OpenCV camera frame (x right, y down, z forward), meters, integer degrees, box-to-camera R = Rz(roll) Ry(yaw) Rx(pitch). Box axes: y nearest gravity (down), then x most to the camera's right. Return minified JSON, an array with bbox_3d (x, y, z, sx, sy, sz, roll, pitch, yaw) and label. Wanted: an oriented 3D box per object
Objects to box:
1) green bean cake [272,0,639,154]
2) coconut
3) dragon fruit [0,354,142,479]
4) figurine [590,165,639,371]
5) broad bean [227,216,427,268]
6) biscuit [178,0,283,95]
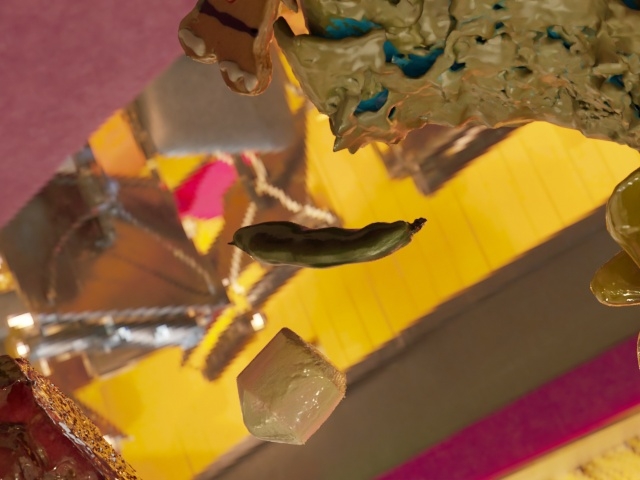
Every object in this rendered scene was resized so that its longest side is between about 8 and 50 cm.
[{"bbox_3d":[0.125,-0.138,0.772,0.310,0.285,0.202,-14,147,4],"label":"green bean cake"},{"bbox_3d":[-0.039,0.174,1.510,0.122,0.116,0.116,-49,161,-2],"label":"coconut"},{"bbox_3d":[-0.222,0.197,1.002,0.147,0.211,0.282,-45,121,-6],"label":"dragon fruit"},{"bbox_3d":[0.370,0.081,0.910,0.284,0.338,0.204,-30,147,12],"label":"figurine"},{"bbox_3d":[-0.001,0.004,1.500,0.255,0.065,0.046,-2,144,30],"label":"broad bean"},{"bbox_3d":[-0.086,-0.342,1.622,0.049,0.197,0.301,4,114,-52],"label":"biscuit"}]
